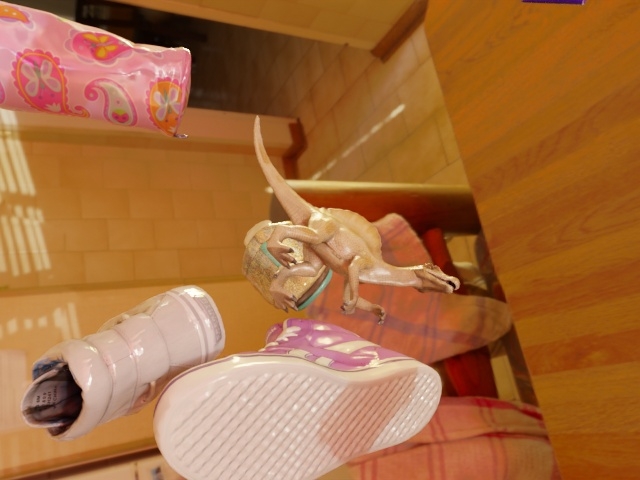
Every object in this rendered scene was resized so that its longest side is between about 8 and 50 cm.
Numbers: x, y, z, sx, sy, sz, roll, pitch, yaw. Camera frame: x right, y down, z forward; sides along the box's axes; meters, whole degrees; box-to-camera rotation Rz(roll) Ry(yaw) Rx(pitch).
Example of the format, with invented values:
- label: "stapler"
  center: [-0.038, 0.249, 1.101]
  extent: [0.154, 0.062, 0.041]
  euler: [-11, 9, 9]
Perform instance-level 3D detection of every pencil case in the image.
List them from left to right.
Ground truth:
- label: "pencil case"
  center: [-0.299, -0.202, 0.608]
  extent: [0.124, 0.284, 0.124]
  euler: [-23, 64, 62]

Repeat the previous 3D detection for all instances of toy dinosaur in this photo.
- label: "toy dinosaur"
  center: [0.000, 0.000, 0.342]
  extent: [0.183, 0.092, 0.053]
  euler: [37, 136, 7]

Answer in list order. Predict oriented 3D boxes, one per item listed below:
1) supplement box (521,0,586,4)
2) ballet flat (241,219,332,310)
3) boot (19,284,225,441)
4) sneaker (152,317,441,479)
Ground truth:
- label: "supplement box"
  center: [0.441, -0.546, 0.902]
  extent: [0.113, 0.111, 0.220]
  euler: [15, 122, 23]
- label: "ballet flat"
  center: [-0.057, 0.025, 0.717]
  extent: [0.348, 0.123, 0.123]
  euler: [160, 107, -84]
- label: "boot"
  center: [-0.194, 0.114, 0.433]
  extent: [0.258, 0.123, 0.095]
  euler: [-36, 79, 44]
- label: "sneaker"
  center: [-0.037, 0.127, 0.452]
  extent: [0.161, 0.282, 0.102]
  euler: [22, 96, 46]
